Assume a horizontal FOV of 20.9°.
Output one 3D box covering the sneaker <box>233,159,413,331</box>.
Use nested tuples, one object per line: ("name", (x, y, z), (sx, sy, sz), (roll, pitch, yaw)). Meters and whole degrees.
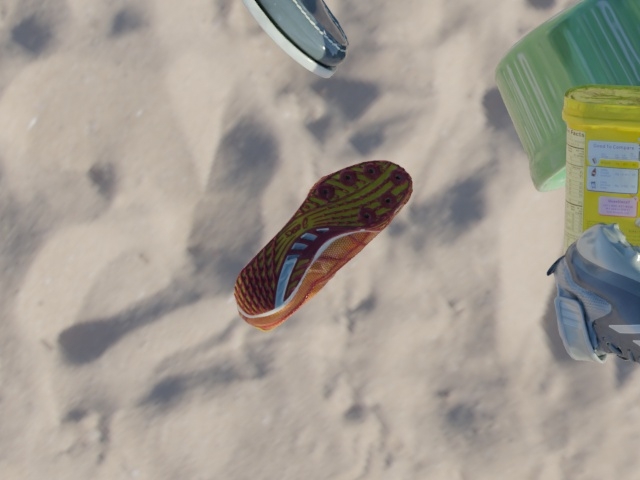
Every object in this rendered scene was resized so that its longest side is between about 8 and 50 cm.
("sneaker", (0.000, 0.000, 1.368), (0.175, 0.067, 0.064), (-39, 74, -6))

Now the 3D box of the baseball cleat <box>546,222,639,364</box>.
("baseball cleat", (0.268, 0.084, 1.413), (0.206, 0.109, 0.072), (52, 21, 21))

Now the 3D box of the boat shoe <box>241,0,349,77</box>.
("boat shoe", (-0.053, -0.298, 1.626), (0.319, 0.099, 0.116), (55, 16, -17))

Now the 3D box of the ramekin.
("ramekin", (0.341, -0.188, 1.908), (0.303, 0.303, 0.148), (-22, 81, -34))

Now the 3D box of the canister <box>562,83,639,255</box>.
("canister", (0.288, -0.054, 1.620), (0.126, 0.170, 0.073), (5, 20, 15))
